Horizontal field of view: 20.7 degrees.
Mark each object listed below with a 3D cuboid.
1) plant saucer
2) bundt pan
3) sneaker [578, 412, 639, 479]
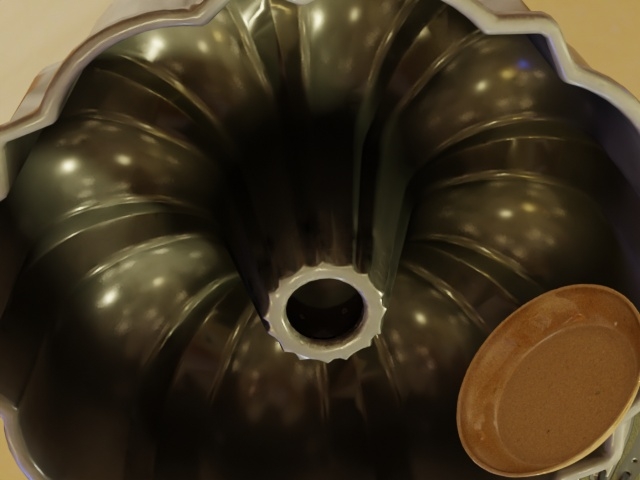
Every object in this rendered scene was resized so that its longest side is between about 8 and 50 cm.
[{"bbox_3d":[0.089,0.055,0.657,0.083,0.083,0.015,-51,123,-4],"label":"plant saucer"},{"bbox_3d":[0.000,0.000,0.819,0.331,0.331,0.124,-60,-163,28],"label":"bundt pan"},{"bbox_3d":[0.177,0.153,1.303,0.300,0.121,0.111,-25,169,-26],"label":"sneaker"}]
